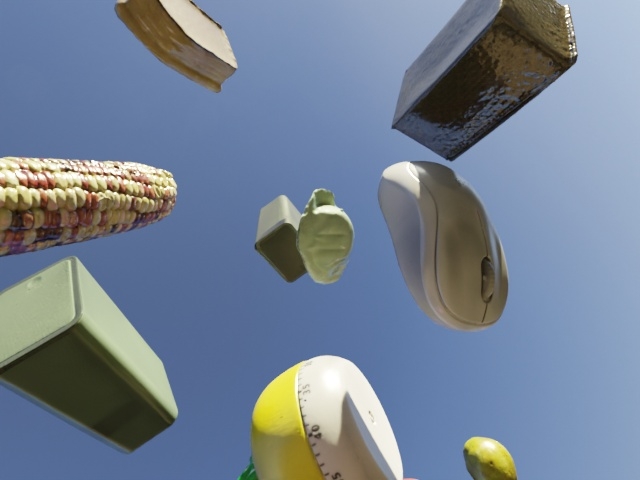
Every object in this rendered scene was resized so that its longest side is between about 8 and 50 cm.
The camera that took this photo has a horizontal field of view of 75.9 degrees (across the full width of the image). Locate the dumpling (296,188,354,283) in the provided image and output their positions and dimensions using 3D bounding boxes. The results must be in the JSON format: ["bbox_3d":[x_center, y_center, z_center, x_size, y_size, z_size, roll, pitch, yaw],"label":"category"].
[{"bbox_3d":[-0.003,-0.004,0.904,0.153,0.108,0.218,-19,-73,-25],"label":"dumpling"}]

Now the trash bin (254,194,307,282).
[{"bbox_3d":[-0.100,-0.014,1.219,0.122,0.240,0.164,-35,-65,10],"label":"trash bin"}]

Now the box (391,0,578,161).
[{"bbox_3d":[0.266,-0.295,0.713,0.143,0.273,0.184,26,-122,-16],"label":"box"}]

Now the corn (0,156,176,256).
[{"bbox_3d":[-0.238,-0.036,0.395,0.253,0.086,0.086,-19,-80,-63],"label":"corn"}]

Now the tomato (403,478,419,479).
[{"bbox_3d":[0.287,0.822,1.117,0.273,0.342,0.340,-3,-90,-36],"label":"tomato"}]

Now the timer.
[{"bbox_3d":[-0.030,0.352,0.690,0.286,0.285,0.284,2,-93,-34],"label":"timer"}]

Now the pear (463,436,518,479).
[{"bbox_3d":[0.389,0.513,0.939,0.107,0.131,0.107,-18,-56,-29],"label":"pear"}]

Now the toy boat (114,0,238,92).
[{"bbox_3d":[-0.211,-0.314,0.621,0.188,0.061,0.115,9,-122,-62],"label":"toy boat"}]

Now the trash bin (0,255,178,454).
[{"bbox_3d":[-0.437,0.233,0.787,0.158,0.223,0.343,-31,-49,-15],"label":"trash bin"}]

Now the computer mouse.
[{"bbox_3d":[0.200,-0.012,0.631,0.184,0.121,0.296,13,-133,-33],"label":"computer mouse"}]
